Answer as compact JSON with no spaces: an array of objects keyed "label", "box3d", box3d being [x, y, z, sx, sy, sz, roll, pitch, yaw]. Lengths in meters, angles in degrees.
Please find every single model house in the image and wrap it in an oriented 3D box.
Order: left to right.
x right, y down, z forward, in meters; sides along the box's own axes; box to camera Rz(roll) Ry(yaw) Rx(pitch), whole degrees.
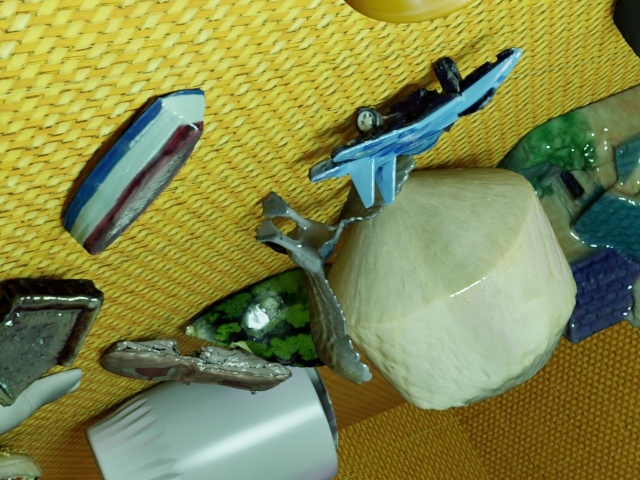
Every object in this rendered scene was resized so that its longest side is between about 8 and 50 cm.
[{"label":"model house","box3d":[-0.292,0.078,1.243,0.152,0.106,0.165,-36,-156,-12]},{"label":"model house","box3d":[0.401,-0.018,1.766,0.245,0.280,0.312,-21,164,-23]}]

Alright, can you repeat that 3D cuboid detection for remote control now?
[{"label":"remote control","box3d":[-0.393,0.219,1.607,0.073,0.044,0.229,-46,164,32]}]

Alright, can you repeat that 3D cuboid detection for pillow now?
[{"label":"pillow","box3d":[-0.169,0.169,1.698,0.248,0.049,0.135,10,160,-11]}]

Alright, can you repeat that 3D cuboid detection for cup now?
[{"label":"cup","box3d":[-0.169,0.324,2.013,0.371,0.253,0.253,-21,165,-14]}]

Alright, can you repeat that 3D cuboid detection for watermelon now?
[{"label":"watermelon","box3d":[-0.034,0.127,1.795,0.159,0.128,0.303,-34,165,26]}]

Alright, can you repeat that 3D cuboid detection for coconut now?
[{"label":"coconut","box3d":[0.148,0.042,1.558,0.328,0.329,0.329,-26,166,-7]}]

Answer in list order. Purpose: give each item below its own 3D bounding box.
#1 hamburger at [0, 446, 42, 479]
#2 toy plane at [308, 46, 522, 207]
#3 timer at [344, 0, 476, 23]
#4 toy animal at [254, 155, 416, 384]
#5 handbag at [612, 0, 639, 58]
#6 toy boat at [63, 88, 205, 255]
[{"label":"hamburger","box3d":[-0.535,0.418,1.839,0.302,0.170,0.302,-21,167,-5]},{"label":"toy plane","box3d":[0.101,-0.125,1.253,0.169,0.078,0.246,-9,151,-52]},{"label":"timer","box3d":[0.042,-0.224,0.739,0.132,0.132,0.152,-29,143,6]},{"label":"toy animal","box3d":[-0.012,-0.006,1.418,0.160,0.197,0.273,35,74,-57]},{"label":"handbag","box3d":[0.409,-0.280,1.249,0.223,0.080,0.247,-28,167,1]},{"label":"toy boat","box3d":[-0.165,-0.052,1.085,0.080,0.046,0.229,-20,163,-45]}]
